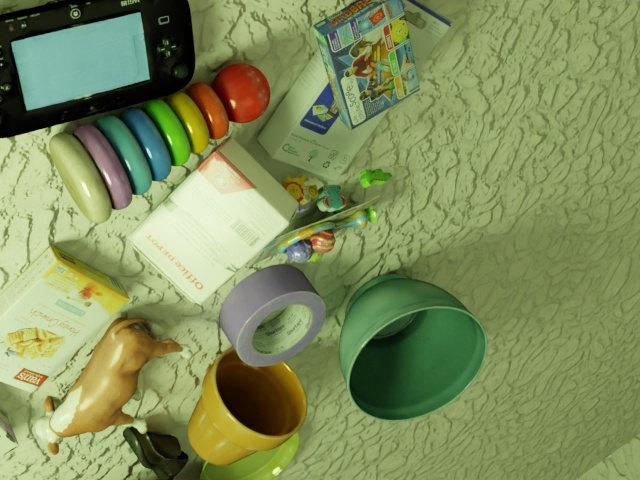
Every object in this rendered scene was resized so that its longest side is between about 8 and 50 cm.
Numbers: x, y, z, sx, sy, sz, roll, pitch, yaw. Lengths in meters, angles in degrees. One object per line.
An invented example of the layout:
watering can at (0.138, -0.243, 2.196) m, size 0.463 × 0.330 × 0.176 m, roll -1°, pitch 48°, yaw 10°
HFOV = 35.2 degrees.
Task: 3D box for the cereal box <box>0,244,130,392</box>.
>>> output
cereal box at (-0.450, 0.133, 1.629) m, size 0.240 × 0.047 × 0.173 m, roll -44°, pitch 141°, yaw 7°

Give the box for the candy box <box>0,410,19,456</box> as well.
candy box at (-0.627, 0.329, 1.666) m, size 0.196 × 0.070 × 0.165 m, roll -30°, pitch 141°, yaw -9°

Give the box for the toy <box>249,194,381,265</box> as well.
toy at (0.000, 0.000, 1.804) m, size 0.237 × 0.056 × 0.137 m, roll -26°, pitch 169°, yaw -22°

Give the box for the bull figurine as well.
bull figurine at (-0.369, 0.261, 1.782) m, size 0.188 × 0.101 × 0.310 m, roll 11°, pitch 123°, yaw -48°

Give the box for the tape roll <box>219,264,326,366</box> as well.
tape roll at (-0.089, 0.142, 1.897) m, size 0.189 × 0.080 × 0.189 m, roll -21°, pitch 139°, yaw -20°

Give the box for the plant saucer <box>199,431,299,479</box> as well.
plant saucer at (-0.159, 0.468, 2.199) m, size 0.241 × 0.037 × 0.241 m, roll -21°, pitch 139°, yaw -20°

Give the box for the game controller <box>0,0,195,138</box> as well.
game controller at (-0.319, -0.243, 1.345) m, size 0.319 × 0.067 × 0.166 m, roll -20°, pitch 138°, yaw -23°

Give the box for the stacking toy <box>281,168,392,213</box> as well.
stacking toy at (-0.010, -0.067, 1.704) m, size 0.221 × 0.052 × 0.167 m, roll -7°, pitch 169°, yaw -34°

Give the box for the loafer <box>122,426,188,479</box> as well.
loafer at (-0.320, 0.404, 1.986) m, size 0.078 × 0.080 × 0.220 m, roll -37°, pitch 151°, yaw -9°

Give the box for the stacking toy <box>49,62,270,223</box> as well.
stacking toy at (-0.216, -0.156, 1.469) m, size 0.330 × 0.141 × 0.141 m, roll -29°, pitch 141°, yaw -18°

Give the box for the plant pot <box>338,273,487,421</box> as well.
plant pot at (0.160, 0.190, 2.025) m, size 0.293 × 0.196 × 0.293 m, roll -11°, pitch 127°, yaw -15°

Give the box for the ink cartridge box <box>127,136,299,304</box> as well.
ink cartridge box at (-0.165, -0.028, 1.565) m, size 0.158 × 0.092 × 0.218 m, roll 45°, pitch 113°, yaw -9°

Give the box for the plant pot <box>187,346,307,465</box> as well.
plant pot at (-0.160, 0.338, 1.959) m, size 0.205 × 0.205 × 0.188 m, roll 3°, pitch 141°, yaw -40°

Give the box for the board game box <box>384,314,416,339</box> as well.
board game box at (0.182, 0.245, 2.227) m, size 0.194 × 0.060 × 0.194 m, roll -44°, pitch 141°, yaw 6°

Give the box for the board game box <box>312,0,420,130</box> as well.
board game box at (0.074, -0.277, 1.544) m, size 0.136 × 0.035 × 0.201 m, roll -31°, pitch 142°, yaw -9°

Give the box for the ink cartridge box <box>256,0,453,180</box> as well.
ink cartridge box at (0.054, -0.256, 1.628) m, size 0.165 × 0.065 × 0.332 m, roll 18°, pitch 117°, yaw -46°
